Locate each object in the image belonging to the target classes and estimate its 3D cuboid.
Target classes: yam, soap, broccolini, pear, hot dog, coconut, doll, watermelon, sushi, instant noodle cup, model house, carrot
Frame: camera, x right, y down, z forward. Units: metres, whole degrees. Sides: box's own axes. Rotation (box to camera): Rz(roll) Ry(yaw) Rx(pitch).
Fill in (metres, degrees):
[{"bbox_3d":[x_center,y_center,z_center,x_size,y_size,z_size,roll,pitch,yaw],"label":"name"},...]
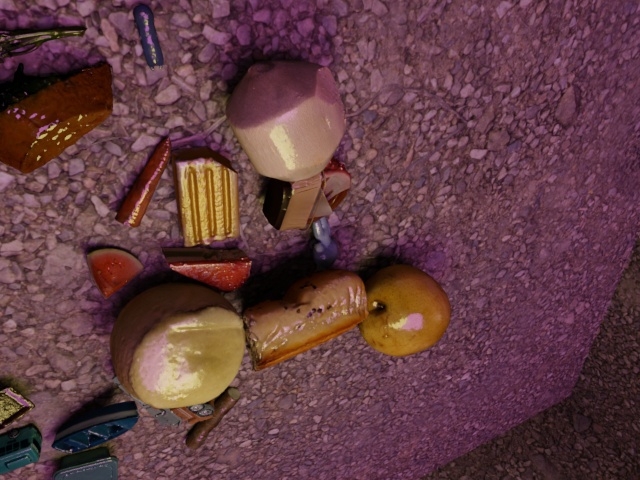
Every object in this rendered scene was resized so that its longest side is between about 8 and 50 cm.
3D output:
[{"bbox_3d":[-0.360,0.597,1.673,0.061,0.061,0.253,30,104,-42],"label":"yam"},{"bbox_3d":[-0.269,-0.104,1.182,0.140,0.073,0.231,-14,129,-24],"label":"soap"},{"bbox_3d":[-0.507,-0.340,0.867,0.201,0.074,0.058,-14,112,-25],"label":"broccolini"},{"bbox_3d":[0.259,0.225,1.599,0.315,0.314,0.314,-16,130,-20],"label":"pear"},{"bbox_3d":[-0.043,0.213,1.426,0.366,0.196,0.367,-17,165,-16],"label":"hot dog"},{"bbox_3d":[-0.073,-0.270,1.063,0.245,0.245,0.247,-30,134,-8],"label":"coconut"},{"bbox_3d":[-0.330,-0.389,0.962,0.037,0.027,0.125,-18,134,-18],"label":"doll"},{"bbox_3d":[-0.499,0.080,1.172,0.125,0.094,0.135,-35,131,6],"label":"watermelon"},{"bbox_3d":[-0.507,-0.237,0.901,0.287,0.140,0.149,-39,171,0],"label":"sushi"},{"bbox_3d":[-0.722,0.711,1.536,0.179,0.070,0.157,-5,127,-29],"label":"instant noodle cup"},{"bbox_3d":[-0.004,0.000,1.426,0.120,0.075,0.179,-58,137,-40],"label":"doll"},{"bbox_3d":[-0.818,0.424,1.253,0.165,0.106,0.152,-22,159,36],"label":"model house"},{"bbox_3d":[-0.383,-0.134,1.115,0.057,0.057,0.224,23,104,-40],"label":"carrot"}]

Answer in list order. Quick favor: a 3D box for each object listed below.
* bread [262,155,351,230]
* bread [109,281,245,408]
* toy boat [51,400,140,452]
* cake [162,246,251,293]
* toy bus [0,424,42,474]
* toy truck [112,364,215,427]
[{"bbox_3d":[-0.028,-0.122,1.248,0.212,0.142,0.224,-20,151,-33],"label":"bread"},{"bbox_3d":[-0.353,0.254,1.253,0.321,0.237,0.320,-4,98,-29],"label":"bread"},{"bbox_3d":[-0.617,0.517,1.393,0.299,0.061,0.096,-26,133,17],"label":"toy boat"},{"bbox_3d":[-0.300,0.081,1.295,0.221,0.086,0.116,-3,122,-31],"label":"cake"},{"bbox_3d":[-0.842,0.573,1.343,0.160,0.091,0.079,-15,131,-21],"label":"toy bus"},{"bbox_3d":[-0.451,0.425,1.441,0.185,0.133,0.338,-24,136,4],"label":"toy truck"}]
